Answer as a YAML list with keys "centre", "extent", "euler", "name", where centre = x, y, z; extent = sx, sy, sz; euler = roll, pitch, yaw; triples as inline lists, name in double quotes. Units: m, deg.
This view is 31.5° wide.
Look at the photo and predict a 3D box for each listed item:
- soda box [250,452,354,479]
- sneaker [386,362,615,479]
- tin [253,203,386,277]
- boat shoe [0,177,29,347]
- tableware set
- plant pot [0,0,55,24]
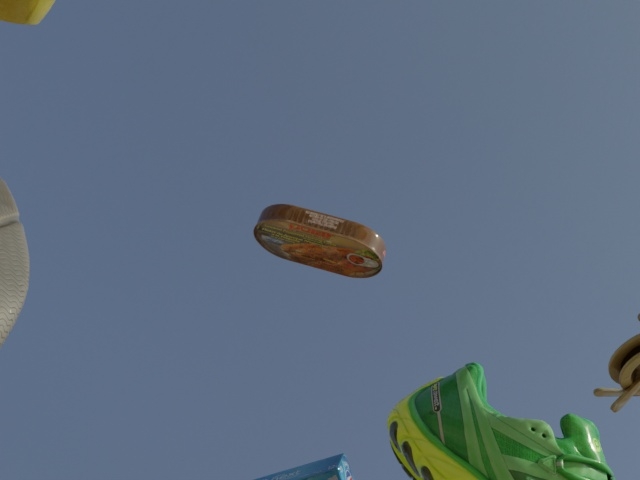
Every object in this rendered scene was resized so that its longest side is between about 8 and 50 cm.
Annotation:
- centre: [-0.052, 0.403, 1.784]
  extent: [0.210, 0.071, 0.067]
  euler: [-18, -84, 13]
  name: "soda box"
- centre: [0.178, 0.192, 0.822]
  extent: [0.295, 0.123, 0.109]
  euler: [40, -14, 29]
  name: "sneaker"
- centre: [0.000, 0.000, 1.601]
  extent: [0.189, 0.040, 0.106]
  euler: [16, -26, 5]
  name: "tin"
- centre: [-0.261, -0.027, 0.571]
  extent: [0.130, 0.132, 0.355]
  euler: [-54, -131, 11]
  name: "boat shoe"
- centre: [0.375, 0.126, 1.111]
  extent: [0.194, 0.039, 0.128]
  euler: [1, -46, -16]
  name: "tableware set"
- centre: [-0.425, -0.357, 1.597]
  extent: [0.134, 0.134, 0.095]
  euler: [14, -73, 11]
  name: "plant pot"
